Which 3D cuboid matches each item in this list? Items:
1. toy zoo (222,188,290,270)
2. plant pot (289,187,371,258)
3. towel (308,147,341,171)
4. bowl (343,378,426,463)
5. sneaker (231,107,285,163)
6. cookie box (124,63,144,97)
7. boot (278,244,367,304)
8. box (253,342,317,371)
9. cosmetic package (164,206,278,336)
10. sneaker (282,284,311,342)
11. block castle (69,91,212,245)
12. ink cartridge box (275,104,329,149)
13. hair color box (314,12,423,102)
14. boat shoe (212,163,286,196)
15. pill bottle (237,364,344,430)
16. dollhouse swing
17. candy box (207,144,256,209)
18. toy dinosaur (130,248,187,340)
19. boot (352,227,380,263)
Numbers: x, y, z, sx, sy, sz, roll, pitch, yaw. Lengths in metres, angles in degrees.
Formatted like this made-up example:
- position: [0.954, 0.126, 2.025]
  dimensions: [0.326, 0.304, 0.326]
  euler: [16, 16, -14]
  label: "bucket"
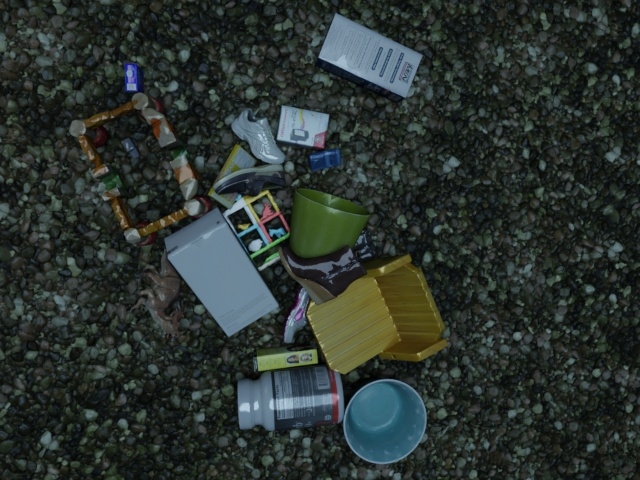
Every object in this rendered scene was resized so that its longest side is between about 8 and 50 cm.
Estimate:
- position: [-0.226, -0.054, 1.787]
  dimensions: [0.192, 0.030, 0.293]
  euler: [-30, 97, -6]
  label: "toy zoo"
- position: [0.000, 0.000, 1.716]
  dimensions: [0.274, 0.275, 0.294]
  euler: [16, 104, -9]
  label: "plant pot"
- position: [0.016, -0.298, 1.799]
  dimensions: [0.119, 0.029, 0.067]
  euler: [-14, 119, -7]
  label: "towel"
- position: [0.222, 0.645, 1.832]
  dimensions: [0.311, 0.163, 0.312]
  euler: [-1, 94, -8]
  label: "bowl"
- position: [-0.205, -0.366, 1.705]
  dimensions: [0.232, 0.090, 0.115]
  euler: [43, 126, 1]
  label: "sneaker"
- position: [-0.628, -0.538, 1.657]
  dimensions: [0.040, 0.107, 0.092]
  euler: [-2, 93, -7]
  label: "cookie box"
- position: [0.006, 0.071, 1.595]
  dimensions: [0.207, 0.090, 0.248]
  euler: [-36, 102, 10]
  label: "boot"
- position: [-0.131, 0.428, 1.805]
  dimensions: [0.232, 0.087, 0.058]
  euler: [-6, 97, -9]
  label: "box"
- position: [-0.328, 0.110, 1.651]
  dimensions: [0.217, 0.156, 0.385]
  euler: [-30, 120, -6]
  label: "cosmetic package"
- position: [-0.059, 0.268, 1.796]
  dimensions: [0.111, 0.103, 0.252]
  euler: [26, 90, -8]
  label: "sneaker"
- position: [-0.583, -0.235, 1.636]
  dimensions: [0.303, 0.213, 0.453]
  euler: [-26, 95, -3]
  label: "block castle"
- position: [-0.068, -0.404, 1.768]
  dimensions: [0.175, 0.072, 0.127]
  euler: [8, 93, -10]
  label: "ink cartridge box"
- position: [0.172, -0.653, 1.772]
  dimensions: [0.347, 0.105, 0.174]
  euler: [22, 90, -9]
  label: "hair color box"
- position: [-0.234, -0.196, 1.690]
  dimensions: [0.285, 0.103, 0.092]
  euler: [-21, 83, -41]
  label: "boat shoe"
- position: [-0.109, 0.565, 1.754]
  dimensions: [0.362, 0.210, 0.210]
  euler: [-4, 94, -8]
  label: "pill bottle"
- position: [0.178, 0.274, 1.660]
  dimensions: [0.305, 0.315, 0.347]
  euler: [-27, 98, -34]
  label: "dollhouse swing"
- position: [-0.308, -0.223, 1.721]
  dimensions: [0.105, 0.027, 0.206]
  euler: [41, 73, -52]
  label: "candy box"
- position: [-0.540, 0.187, 1.715]
  dimensions: [0.200, 0.127, 0.296]
  euler: [17, 79, -17]
  label: "toy dinosaur"
- position: [0.207, 0.062, 1.830]
  dimensions: [0.263, 0.091, 0.229]
  euler: [-19, 97, -5]
  label: "boot"
